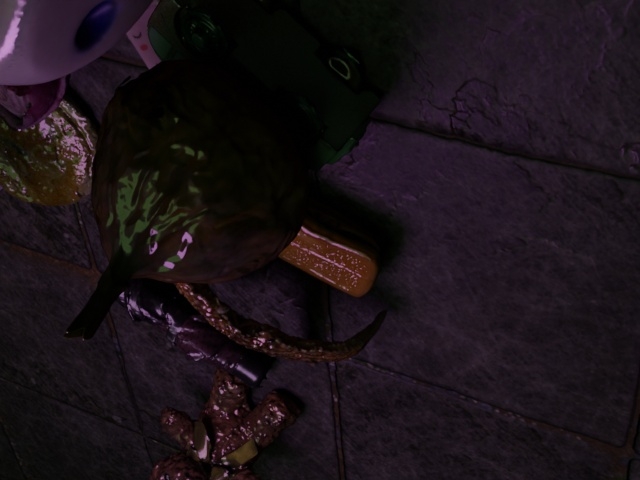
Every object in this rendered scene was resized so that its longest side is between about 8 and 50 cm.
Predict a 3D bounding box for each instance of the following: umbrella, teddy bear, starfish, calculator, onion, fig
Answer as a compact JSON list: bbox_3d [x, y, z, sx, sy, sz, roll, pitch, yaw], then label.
[{"bbox_3d":[-0.231,0.159,1.744,0.326,0.094,0.090,35,154,3],"label":"umbrella"},{"bbox_3d":[-0.199,0.386,1.832,0.246,0.222,0.296,36,139,5],"label":"teddy bear"},{"bbox_3d":[-0.105,0.097,1.507,0.398,0.132,0.384,21,175,-5],"label":"starfish"},{"bbox_3d":[-0.229,-0.295,1.361,0.100,0.032,0.175,-12,119,41],"label":"calculator"},{"bbox_3d":[-0.433,-0.288,1.366,0.348,0.159,0.267,23,154,56],"label":"onion"},{"bbox_3d":[-0.192,-0.033,1.157,0.286,0.369,0.286,22,141,20],"label":"fig"}]

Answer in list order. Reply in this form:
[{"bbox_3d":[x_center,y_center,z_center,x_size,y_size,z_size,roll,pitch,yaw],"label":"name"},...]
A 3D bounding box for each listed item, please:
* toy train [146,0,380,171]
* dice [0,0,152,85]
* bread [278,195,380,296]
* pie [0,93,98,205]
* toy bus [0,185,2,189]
[{"bbox_3d":[-0.080,-0.224,1.253,0.326,0.129,0.159,42,145,-7],"label":"toy train"},{"bbox_3d":[-0.342,-0.379,1.134,0.277,0.304,0.304,38,133,2],"label":"dice"},{"bbox_3d":[0.000,0.000,1.440,0.200,0.077,0.116,28,138,8],"label":"bread"},{"bbox_3d":[-0.482,-0.164,1.629,0.277,0.078,0.277,20,139,19],"label":"pie"},{"bbox_3d":[-0.673,-0.187,1.704,0.113,0.139,0.302,-12,112,41],"label":"toy bus"}]
